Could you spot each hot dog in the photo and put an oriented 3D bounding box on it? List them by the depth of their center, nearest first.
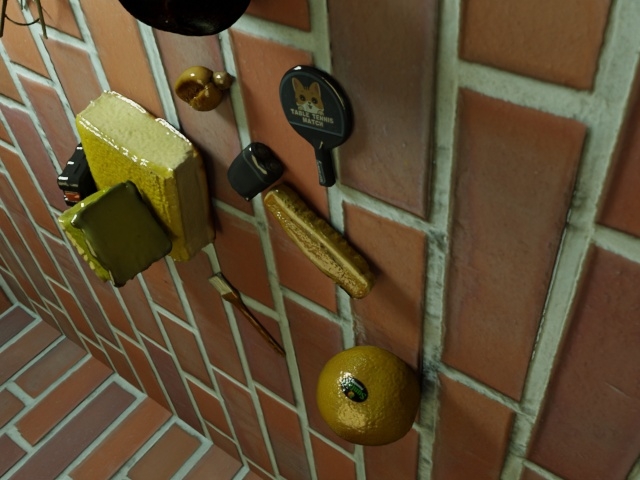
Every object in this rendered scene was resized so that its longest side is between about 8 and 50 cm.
[{"bbox_3d":[-0.223,-0.293,1.237,0.090,0.060,0.140,49,155,-15],"label":"hot dog"},{"bbox_3d":[0.001,-0.001,1.309,0.289,0.068,0.083,47,125,4],"label":"hot dog"}]

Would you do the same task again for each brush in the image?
[{"bbox_3d":[-0.201,0.216,1.831,0.314,0.017,0.090,51,150,-10],"label":"brush"}]

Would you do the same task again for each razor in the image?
[{"bbox_3d":[-0.139,-0.138,1.318,0.090,0.054,0.148,52,147,-5],"label":"razor"}]

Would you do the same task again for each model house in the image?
[{"bbox_3d":[-0.489,-0.009,1.477,0.234,0.175,0.193,-6,122,49],"label":"model house"}]

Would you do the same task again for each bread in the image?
[{"bbox_3d":[-0.404,-0.142,1.530,0.324,0.143,0.333,33,146,20],"label":"bread"}]

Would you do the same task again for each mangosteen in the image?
[{"bbox_3d":[-0.194,-0.409,0.952,0.216,0.216,0.216,29,145,23],"label":"mangosteen"}]

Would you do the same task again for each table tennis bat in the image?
[{"bbox_3d":[-0.003,-0.195,1.131,0.150,0.027,0.236,21,139,33],"label":"table tennis bat"}]

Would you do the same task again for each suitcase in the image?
[{"bbox_3d":[-0.587,-0.124,1.699,0.066,0.206,0.285,8,141,5],"label":"suitcase"}]

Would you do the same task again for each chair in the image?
[{"bbox_3d":[-0.650,-0.528,1.421,0.095,0.104,0.221,21,155,-11],"label":"chair"}]

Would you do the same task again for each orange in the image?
[{"bbox_3d":[0.104,0.345,1.445,0.236,0.236,0.236,29,145,23],"label":"orange"}]
